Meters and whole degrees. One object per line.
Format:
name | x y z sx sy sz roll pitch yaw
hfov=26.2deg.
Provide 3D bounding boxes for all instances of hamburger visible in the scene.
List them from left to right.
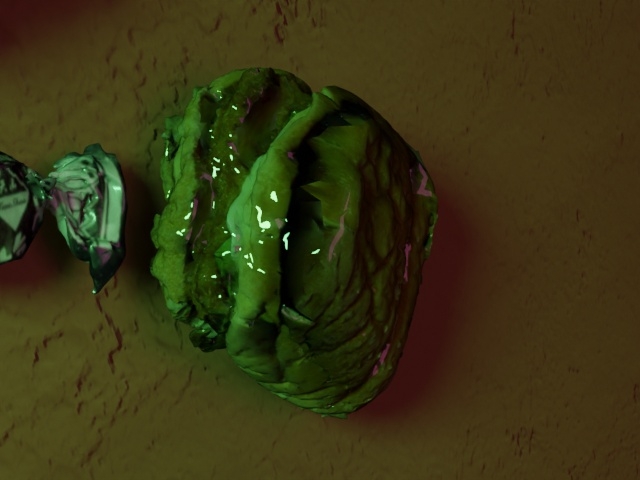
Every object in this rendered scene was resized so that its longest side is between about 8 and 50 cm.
hamburger | 0.000 0.000 0.808 0.206 0.130 0.183 33 65 -47

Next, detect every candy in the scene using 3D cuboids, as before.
candy | -0.178 -0.005 0.653 0.226 0.051 0.094 -15 109 -48
